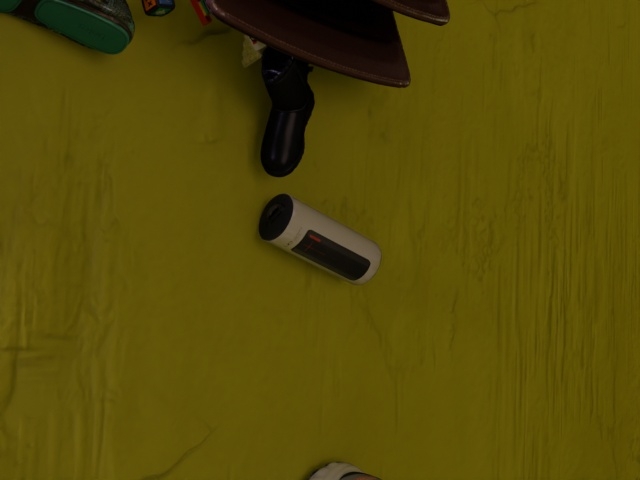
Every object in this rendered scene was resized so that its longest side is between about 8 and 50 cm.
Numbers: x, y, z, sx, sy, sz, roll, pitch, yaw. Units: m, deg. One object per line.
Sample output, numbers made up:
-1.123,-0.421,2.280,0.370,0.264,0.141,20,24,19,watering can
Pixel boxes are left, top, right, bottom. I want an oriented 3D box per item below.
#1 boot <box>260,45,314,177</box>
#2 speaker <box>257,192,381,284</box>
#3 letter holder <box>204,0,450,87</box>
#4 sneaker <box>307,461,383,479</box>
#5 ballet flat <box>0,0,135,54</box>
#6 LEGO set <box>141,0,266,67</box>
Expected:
-0.038,-0.138,0.871,0.099,0.045,0.121,74,31,-60,boot
0.000,0.000,0.920,0.136,0.055,0.055,28,69,-38,speaker
0.032,-0.290,0.840,0.302,0.152,0.214,8,65,-48,letter holder
-0.014,0.336,0.854,0.271,0.108,0.100,-50,121,-30,sneaker
-0.242,-0.217,0.722,0.188,0.070,0.070,24,72,-40,ballet flat
-0.111,-0.294,0.855,0.182,0.060,0.244,28,58,-37,LEGO set
